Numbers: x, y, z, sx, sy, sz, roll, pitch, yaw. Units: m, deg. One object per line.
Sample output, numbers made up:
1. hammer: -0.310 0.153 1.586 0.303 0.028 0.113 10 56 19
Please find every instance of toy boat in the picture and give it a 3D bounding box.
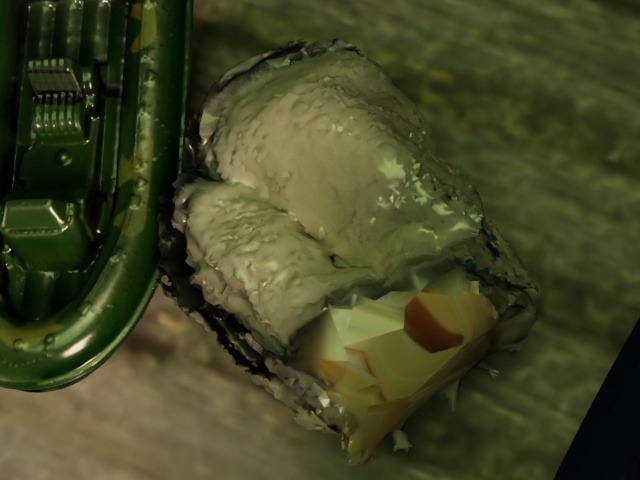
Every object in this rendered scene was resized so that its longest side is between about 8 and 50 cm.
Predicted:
1. toy boat: -0.103 -0.042 0.553 0.104 0.052 0.210 0 72 11

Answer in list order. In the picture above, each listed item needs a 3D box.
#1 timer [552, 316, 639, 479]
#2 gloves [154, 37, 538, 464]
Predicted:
1. timer: 0.239 0.149 0.329 0.383 0.270 0.270 26 80 6
2. gloves: 0.002 0.000 0.506 0.114 0.070 0.153 -39 68 6
